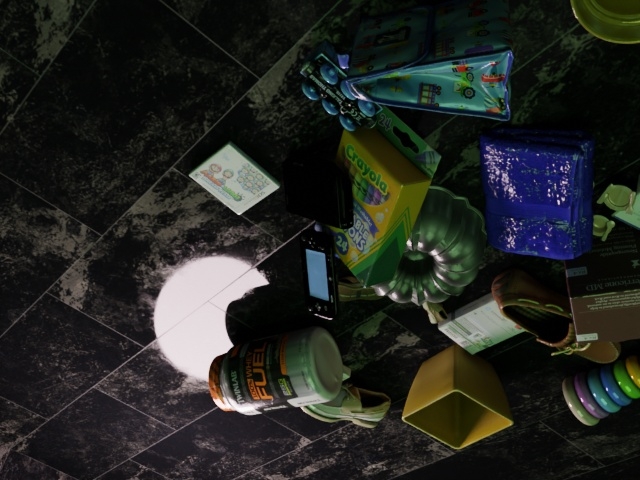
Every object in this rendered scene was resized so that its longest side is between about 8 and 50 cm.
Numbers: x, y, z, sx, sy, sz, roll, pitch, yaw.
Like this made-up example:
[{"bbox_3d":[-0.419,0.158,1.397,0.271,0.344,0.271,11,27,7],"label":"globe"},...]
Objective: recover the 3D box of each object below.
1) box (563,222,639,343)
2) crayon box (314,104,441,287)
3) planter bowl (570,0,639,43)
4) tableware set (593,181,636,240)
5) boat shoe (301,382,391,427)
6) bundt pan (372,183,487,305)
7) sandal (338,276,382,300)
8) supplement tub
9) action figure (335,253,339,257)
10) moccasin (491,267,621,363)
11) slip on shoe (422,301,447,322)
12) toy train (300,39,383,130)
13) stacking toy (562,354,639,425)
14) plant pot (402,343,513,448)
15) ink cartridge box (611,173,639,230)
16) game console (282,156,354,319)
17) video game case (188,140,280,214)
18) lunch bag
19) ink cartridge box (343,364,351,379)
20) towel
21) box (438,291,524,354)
[{"bbox_3d":[0.632,0.094,1.625,0.169,0.203,0.167,-9,132,18],"label":"box"},{"bbox_3d":[0.105,-0.090,1.508,0.083,0.203,0.322,-13,136,-33],"label":"crayon box"},{"bbox_3d":[0.512,-0.437,1.192,0.217,0.090,0.217,5,135,5],"label":"planter bowl"},{"bbox_3d":[0.569,-0.079,1.555,0.169,0.020,0.141,27,138,13],"label":"tableware set"},{"bbox_3d":[0.073,0.467,2.161,0.302,0.113,0.103,18,120,-35],"label":"boat shoe"},{"bbox_3d":[0.220,0.028,1.693,0.331,0.124,0.330,5,135,6],"label":"bundt pan"},{"bbox_3d":[0.080,0.116,1.865,0.180,0.049,0.072,1,142,-11],"label":"sandal"},{"bbox_3d":[-0.126,0.365,2.036,0.338,0.207,0.207,-16,130,24],"label":"supplement tub"},{"bbox_3d":[0.036,0.025,1.792,0.115,0.030,0.038,36,135,-21],"label":"action figure"},{"bbox_3d":[0.580,0.207,1.787,0.380,0.146,0.139,34,131,-22],"label":"moccasin"},{"bbox_3d":[0.288,0.165,1.867,0.041,0.051,0.135,-4,137,22],"label":"slip on shoe"},{"bbox_3d":[0.041,-0.292,1.414,0.184,0.105,0.080,36,133,-23],"label":"toy train"},{"bbox_3d":[0.805,0.356,1.918,0.141,0.141,0.330,36,125,-24],"label":"stacking toy"},{"bbox_3d":[0.370,0.410,2.003,0.212,0.187,0.212,32,132,-21],"label":"plant pot"},{"bbox_3d":[0.816,-0.091,1.495,0.304,0.072,0.307,24,145,-14],"label":"ink cartridge box"},{"bbox_3d":[0.000,0.000,1.585,0.044,0.213,0.361,-15,109,-31],"label":"game console"},{"bbox_3d":[-0.195,-0.139,1.674,0.143,0.019,0.157,-31,122,34],"label":"video game case"},{"bbox_3d":[0.177,-0.319,1.280,0.294,0.220,0.138,-1,134,11],"label":"lunch bag"},{"bbox_3d":[0.043,0.393,2.158,0.048,0.028,0.083,36,130,-24],"label":"ink cartridge box"},{"bbox_3d":[0.449,-0.090,1.534,0.228,0.076,0.308,4,134,23],"label":"towel"},{"bbox_3d":[0.421,0.214,1.902,0.145,0.038,0.186,37,131,-25],"label":"box"}]
